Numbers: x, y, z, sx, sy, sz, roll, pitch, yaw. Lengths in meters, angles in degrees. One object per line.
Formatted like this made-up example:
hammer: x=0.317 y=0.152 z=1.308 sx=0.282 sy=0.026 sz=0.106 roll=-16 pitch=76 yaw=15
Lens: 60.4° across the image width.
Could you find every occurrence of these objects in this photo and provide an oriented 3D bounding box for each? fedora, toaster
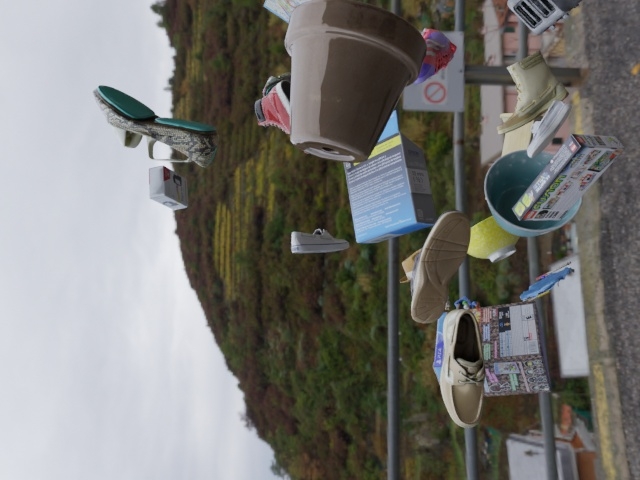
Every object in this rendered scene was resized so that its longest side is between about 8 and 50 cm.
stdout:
fedora: x=0.357 y=0.080 z=1.982 sx=0.079 sy=0.194 sz=0.194 roll=60 pitch=176 yaw=1
toaster: x=0.666 y=-0.725 z=1.628 sx=0.110 sy=0.186 sz=0.168 roll=-46 pitch=4 yaw=-6

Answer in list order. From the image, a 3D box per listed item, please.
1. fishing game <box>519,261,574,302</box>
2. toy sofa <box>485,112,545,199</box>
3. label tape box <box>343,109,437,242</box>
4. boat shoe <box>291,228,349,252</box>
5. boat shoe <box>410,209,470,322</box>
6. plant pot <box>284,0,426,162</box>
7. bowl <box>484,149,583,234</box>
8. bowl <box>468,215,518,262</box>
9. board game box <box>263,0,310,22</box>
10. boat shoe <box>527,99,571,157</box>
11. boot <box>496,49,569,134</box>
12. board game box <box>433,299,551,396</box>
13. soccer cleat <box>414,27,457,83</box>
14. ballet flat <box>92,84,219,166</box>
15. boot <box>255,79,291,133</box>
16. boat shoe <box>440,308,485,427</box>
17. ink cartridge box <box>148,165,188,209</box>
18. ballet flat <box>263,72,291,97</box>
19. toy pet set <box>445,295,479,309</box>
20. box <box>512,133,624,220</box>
fishing game: x=0.742 y=0.147 z=1.795 sx=0.189 sy=0.264 sz=0.041 roll=-38 pitch=83 yaw=38
toy sofa: x=0.785 y=-0.310 z=2.144 sx=0.150 sy=0.177 sz=0.362 roll=16 pitch=98 yaw=60
label tape box: x=0.204 y=-0.186 z=1.697 sx=0.249 sy=0.115 sz=0.347 roll=-20 pitch=73 yaw=47
boat shoe: x=0.000 y=0.000 z=2.087 sx=0.096 sy=0.268 sz=0.088 roll=-13 pitch=81 yaw=55
boat shoe: x=0.256 y=0.052 z=1.239 sx=0.092 sy=0.103 sz=0.285 roll=-105 pitch=20 yaw=-60
plant pot: x=0.044 y=-0.272 z=1.010 sx=0.263 sy=0.263 sz=0.229 roll=134 pitch=150 yaw=-85
bowl: x=0.705 y=-0.137 z=1.871 sx=0.163 sy=0.312 sz=0.311 roll=74 pitch=-166 yaw=-65
bowl: x=0.762 y=0.003 z=2.400 sx=0.289 sy=0.290 sz=0.156 roll=99 pitch=147 yaw=-70
board game box: x=-0.062 y=-0.618 z=1.433 sx=0.103 sy=0.154 sz=0.026 roll=-57 pitch=-5 yaw=35
boat shoe: x=0.648 y=-0.326 z=1.594 sx=0.184 sy=0.063 sz=0.066 roll=-57 pitch=-28 yaw=9
boot: x=0.695 y=-0.512 z=1.918 sx=0.203 sy=0.262 sz=0.095 roll=55 pitch=-160 yaw=-5
board game box: x=0.492 y=0.317 z=1.590 sx=0.232 sy=0.291 sz=0.141 roll=-67 pitch=-41 yaw=-53
soccer cleat: x=0.255 y=-0.412 z=1.236 sx=0.248 sy=0.095 sz=0.083 roll=-67 pitch=-2 yaw=-52
ballet flat: x=-0.574 y=-0.366 z=1.864 sx=0.164 sy=0.483 sz=0.182 roll=-46 pitch=-24 yaw=-65
boot: x=-0.114 y=-0.371 z=1.788 sx=0.088 sy=0.176 sz=0.244 roll=-31 pitch=-86 yaw=-47
boat shoe: x=0.370 y=0.327 z=1.407 sx=0.098 sy=0.109 sz=0.302 roll=104 pitch=166 yaw=-81
ink cartridge box: x=-0.605 y=-0.208 z=2.195 sx=0.175 sy=0.072 sz=0.127 roll=34 pitch=-132 yaw=-69
ballet flat: x=-0.128 y=-0.539 z=1.893 sx=0.079 sy=0.222 sz=0.077 roll=45 pitch=140 yaw=22
toy pet set: x=0.463 y=0.199 z=1.768 sx=0.114 sy=0.122 sz=0.065 roll=52 pitch=-129 yaw=-42
box: x=0.486 y=-0.120 z=1.092 sx=0.207 sy=0.114 sz=0.036 roll=114 pitch=147 yaw=-46
